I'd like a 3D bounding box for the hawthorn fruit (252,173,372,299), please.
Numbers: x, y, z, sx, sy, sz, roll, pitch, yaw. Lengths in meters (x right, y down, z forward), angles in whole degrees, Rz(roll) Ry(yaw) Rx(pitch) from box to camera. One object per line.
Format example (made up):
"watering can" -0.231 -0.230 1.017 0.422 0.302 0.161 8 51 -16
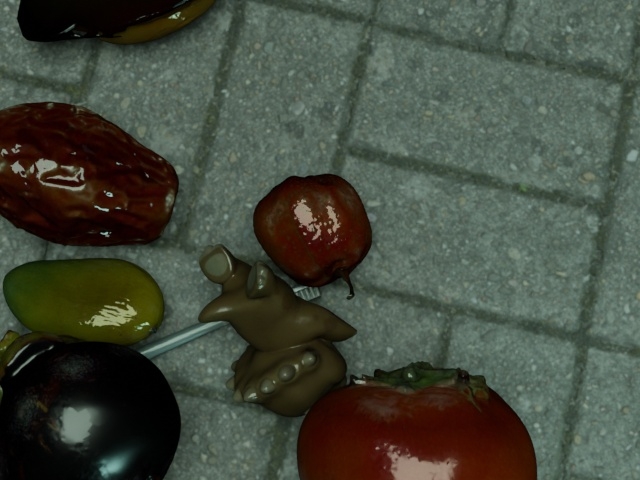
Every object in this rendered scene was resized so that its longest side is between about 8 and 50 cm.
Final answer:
"hawthorn fruit" 0.000 0.000 1.864 0.157 0.157 0.194 -29 75 -6

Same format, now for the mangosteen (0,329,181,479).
"mangosteen" -0.336 0.235 1.767 0.275 0.275 0.302 -41 70 -7

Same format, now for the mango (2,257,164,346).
"mango" -0.339 0.091 1.873 0.237 0.091 0.137 -2 55 5

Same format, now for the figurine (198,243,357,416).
"figurine" -0.072 0.148 1.819 0.247 0.177 0.173 39 79 -39

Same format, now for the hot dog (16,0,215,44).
"hot dog" -0.277 -0.377 1.964 0.326 0.107 0.194 -6 70 8

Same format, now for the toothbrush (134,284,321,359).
"toothbrush" -0.159 0.127 1.907 0.342 0.025 0.030 -20 85 -5

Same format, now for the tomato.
"tomato" 0.129 0.317 1.733 0.322 0.321 0.321 0 79 0

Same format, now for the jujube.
"jujube" -0.348 -0.091 1.870 0.290 0.197 0.197 18 79 -12
